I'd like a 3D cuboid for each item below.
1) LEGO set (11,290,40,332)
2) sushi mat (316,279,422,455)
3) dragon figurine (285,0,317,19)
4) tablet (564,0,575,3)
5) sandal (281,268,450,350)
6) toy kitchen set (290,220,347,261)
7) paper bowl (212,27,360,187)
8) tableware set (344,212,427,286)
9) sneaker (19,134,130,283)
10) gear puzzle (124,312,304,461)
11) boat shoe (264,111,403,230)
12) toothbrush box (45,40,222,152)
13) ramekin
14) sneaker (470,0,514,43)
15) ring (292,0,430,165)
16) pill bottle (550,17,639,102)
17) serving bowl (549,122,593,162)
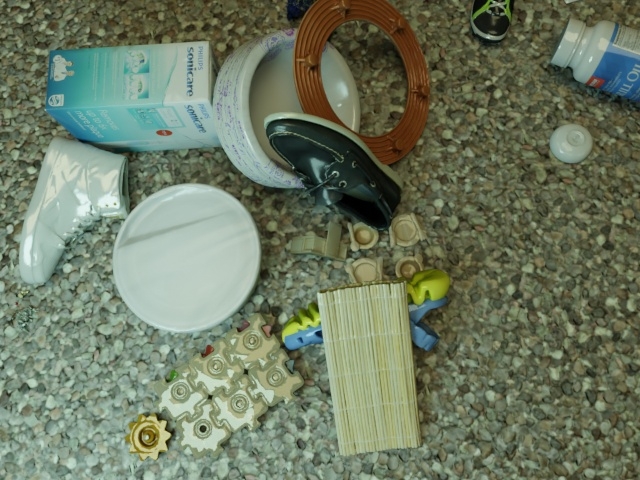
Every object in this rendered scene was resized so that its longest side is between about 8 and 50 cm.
[{"bbox_3d":[-0.578,0.137,1.184,0.054,0.023,0.083,-34,77,-5],"label":"LEGO set"},{"bbox_3d":[0.088,0.222,1.050,0.152,0.019,0.316,-8,104,-1],"label":"sushi mat"},{"bbox_3d":[0.002,-0.587,1.245,0.085,0.289,0.144,14,47,-14],"label":"dragon figurine"},{"bbox_3d":[0.533,-0.546,1.304,0.054,0.006,0.083,-17,76,-1],"label":"tablet"},{"bbox_3d":[0.088,0.155,1.098,0.318,0.126,0.138,-14,99,7],"label":"sandal"},{"bbox_3d":[0.000,0.000,1.184,0.083,0.075,0.068,16,78,-34],"label":"toy kitchen set"},{"bbox_3d":[-0.072,-0.240,1.145,0.148,0.284,0.284,7,71,49],"label":"paper bowl"},{"bbox_3d":[0.126,0.022,1.172,0.169,0.020,0.140,-8,77,-3],"label":"tableware set"},{"bbox_3d":[-0.462,-0.042,1.181,0.169,0.108,0.292,14,89,-5],"label":"sneaker"},{"bbox_3d":[-0.201,0.294,1.119,0.339,0.044,0.175,-35,78,-3],"label":"gear puzzle"},{"bbox_3d":[0.027,-0.105,1.063,0.127,0.340,0.112,-4,69,35],"label":"boat shoe"},{"bbox_3d":[-0.333,-0.266,1.175,0.296,0.216,0.126,-3,76,1],"label":"toothbrush box"},{"bbox_3d":[-0.233,0.039,1.137,0.273,0.127,0.272,-1,76,3],"label":"ramekin"},{"bbox_3d":[0.364,-0.526,1.261,0.084,0.097,0.234,10,77,6],"label":"sneaker"},{"bbox_3d":[0.093,-0.305,1.146,0.337,0.032,0.336,1,88,-36],"label":"ring"},{"bbox_3d":[0.574,-0.354,1.193,0.222,0.124,0.124,22,78,9],"label":"pill bottle"},{"bbox_3d":[0.498,-0.196,1.207,0.084,0.027,0.083,-1,75,2],"label":"serving bowl"}]
